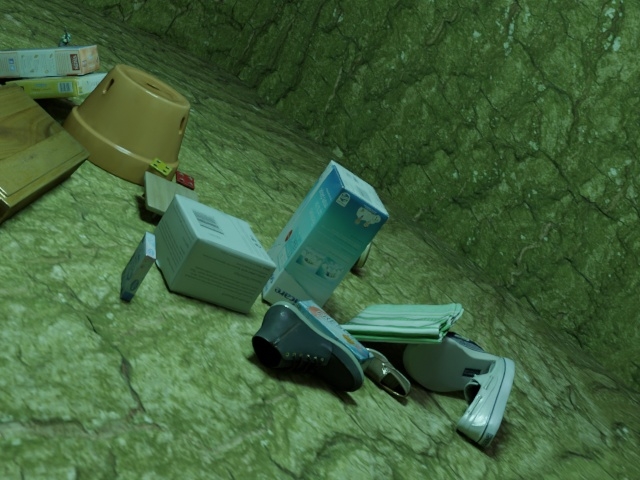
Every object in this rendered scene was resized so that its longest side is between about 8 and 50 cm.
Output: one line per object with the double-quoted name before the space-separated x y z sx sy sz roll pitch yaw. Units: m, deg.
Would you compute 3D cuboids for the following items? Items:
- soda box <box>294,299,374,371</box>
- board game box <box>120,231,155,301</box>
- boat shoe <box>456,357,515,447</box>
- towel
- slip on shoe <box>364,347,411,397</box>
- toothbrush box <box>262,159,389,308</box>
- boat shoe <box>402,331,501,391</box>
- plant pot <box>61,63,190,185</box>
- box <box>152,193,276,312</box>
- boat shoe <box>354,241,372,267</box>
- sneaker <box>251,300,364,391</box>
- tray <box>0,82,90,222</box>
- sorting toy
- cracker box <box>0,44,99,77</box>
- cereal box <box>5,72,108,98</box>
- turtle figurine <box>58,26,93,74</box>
"soda box" 0.015 0.197 1.401 0.183 0.063 0.058 40 17 24
"board game box" -0.304 0.043 1.182 0.020 0.090 0.090 26 17 -24
"boat shoe" 0.355 0.335 1.539 0.088 0.096 0.267 26 39 10
"towel" 0.181 0.180 1.597 0.247 0.038 0.325 -1 5 19
"slip on shoe" 0.125 0.269 1.430 0.135 0.051 0.041 42 13 3
"toothbrush box" 0.000 0.000 1.541 0.126 0.296 0.216 31 16 -16
"boat shoe" 0.276 0.269 1.650 0.340 0.127 0.158 24 4 -39
"plant pot" -0.451 -0.291 1.720 0.290 0.204 0.291 30 15 -9
"box" -0.211 0.026 1.370 0.181 0.119 0.181 23 18 -36
"boat shoe" 0.063 -0.020 2.112 0.123 0.123 0.342 14 20 -15
"sneaker" -0.027 0.218 1.264 0.222 0.083 0.118 39 34 -2
"tray" -0.561 -0.163 1.246 0.203 0.076 0.411 46 11 -14
"sorting toy" -0.335 -0.081 1.565 0.132 0.046 0.275 24 28 -31
"cracker box" -0.691 -0.448 1.773 0.232 0.067 0.156 -3 18 0
"cereal box" -0.645 -0.385 1.761 0.172 0.048 0.240 -2 16 4
"turtle figurine" -0.720 -0.518 2.056 0.175 0.118 0.234 54 6 19
